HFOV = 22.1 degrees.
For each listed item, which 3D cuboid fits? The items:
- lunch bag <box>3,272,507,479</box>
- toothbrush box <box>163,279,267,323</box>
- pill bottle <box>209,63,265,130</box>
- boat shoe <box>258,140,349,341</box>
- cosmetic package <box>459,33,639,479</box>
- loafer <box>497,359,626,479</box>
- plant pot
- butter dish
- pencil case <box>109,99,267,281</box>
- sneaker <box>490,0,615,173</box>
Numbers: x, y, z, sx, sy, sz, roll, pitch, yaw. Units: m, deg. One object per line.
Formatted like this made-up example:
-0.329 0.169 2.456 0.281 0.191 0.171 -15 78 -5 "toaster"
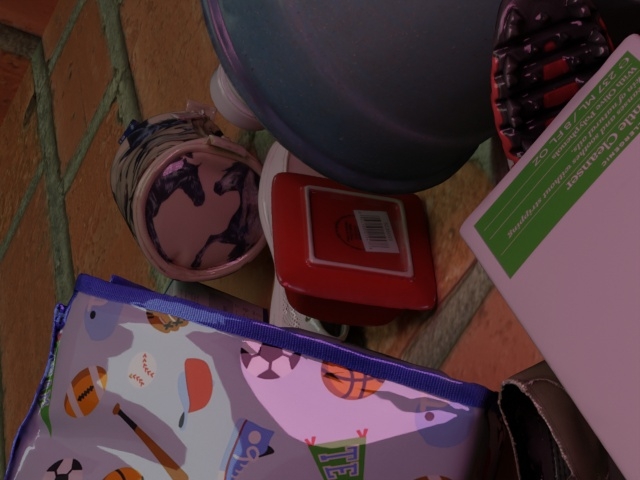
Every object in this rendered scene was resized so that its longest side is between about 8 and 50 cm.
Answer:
-0.071 0.221 1.331 0.239 0.385 0.328 39 -114 -74 "lunch bag"
-0.178 0.223 1.867 0.295 0.126 0.216 -57 20 28 "toothbrush box"
-0.042 -0.220 1.934 0.208 0.119 0.119 -41 38 49 "pill bottle"
0.000 0.000 1.718 0.096 0.098 0.277 -41 47 49 "boat shoe"
0.247 0.040 1.016 0.197 0.155 0.365 -50 25 11 "cosmetic package"
0.170 0.202 1.150 0.094 0.087 0.251 -35 59 54 "loafer"
0.127 -0.251 1.365 0.334 0.341 0.341 -27 48 48 "plant pot"
0.020 0.028 1.592 0.160 0.160 0.118 -96 19 -44 "butter dish"
-0.157 -0.064 1.945 0.410 0.160 0.183 -141 60 -76 "pencil case"
0.182 -0.075 1.243 0.135 0.097 0.276 -103 -3 -69 "sneaker"
